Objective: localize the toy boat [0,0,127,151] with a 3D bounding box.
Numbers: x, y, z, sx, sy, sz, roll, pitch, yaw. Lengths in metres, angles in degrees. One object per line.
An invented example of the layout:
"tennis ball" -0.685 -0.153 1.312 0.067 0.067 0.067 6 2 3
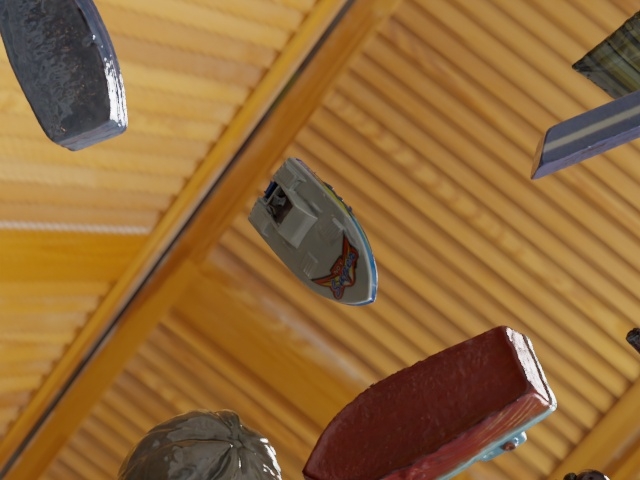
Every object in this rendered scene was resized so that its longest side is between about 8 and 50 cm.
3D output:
"toy boat" -0.338 -0.255 1.695 0.078 0.127 0.283 -35 104 -76

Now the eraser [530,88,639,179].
"eraser" 0.304 -0.121 1.296 0.082 0.225 0.036 74 -6 -81

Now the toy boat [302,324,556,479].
"toy boat" 0.127 0.238 1.622 0.133 0.332 0.145 45 20 -48

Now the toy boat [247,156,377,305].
"toy boat" 0.000 0.000 1.958 0.088 0.129 0.295 20 21 -45

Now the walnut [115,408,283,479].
"walnut" -0.148 0.317 1.624 0.224 0.224 0.224 33 19 -13

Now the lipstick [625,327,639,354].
"lipstick" 0.385 0.153 1.419 0.176 0.027 0.027 44 16 -18

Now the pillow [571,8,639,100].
"pillow" 0.505 -0.276 1.950 0.208 0.212 0.052 29 31 -38

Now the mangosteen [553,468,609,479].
"mangosteen" 0.398 0.379 1.998 0.081 0.081 0.081 33 19 -13
